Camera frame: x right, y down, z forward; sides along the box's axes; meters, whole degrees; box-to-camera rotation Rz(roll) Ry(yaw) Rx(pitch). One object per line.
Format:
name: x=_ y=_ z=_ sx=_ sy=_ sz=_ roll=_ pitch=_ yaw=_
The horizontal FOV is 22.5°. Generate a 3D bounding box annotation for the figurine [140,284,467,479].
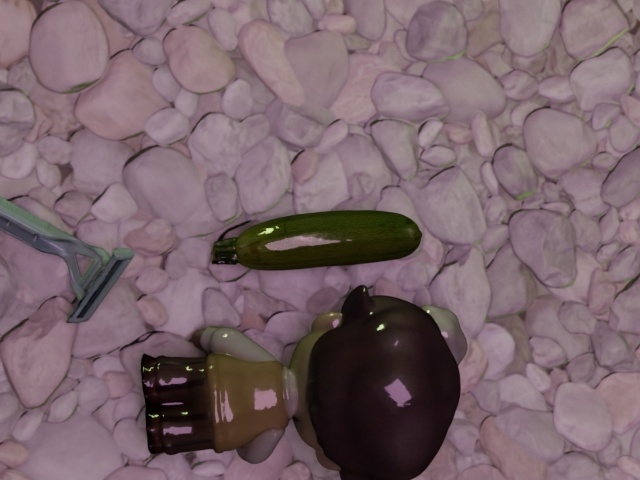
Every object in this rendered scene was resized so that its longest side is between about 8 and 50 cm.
figurine: x=-0.013 y=0.182 z=1.843 sx=0.365 sy=0.206 sz=0.218 roll=-7 pitch=70 yaw=9

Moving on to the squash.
squash: x=0.000 y=0.000 z=1.871 sx=0.252 sy=0.066 sz=0.066 roll=-5 pitch=93 yaw=-16

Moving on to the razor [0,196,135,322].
razor: x=-0.348 y=-0.023 z=1.783 sx=0.278 sy=0.056 sz=0.111 roll=34 pitch=119 yaw=-9
